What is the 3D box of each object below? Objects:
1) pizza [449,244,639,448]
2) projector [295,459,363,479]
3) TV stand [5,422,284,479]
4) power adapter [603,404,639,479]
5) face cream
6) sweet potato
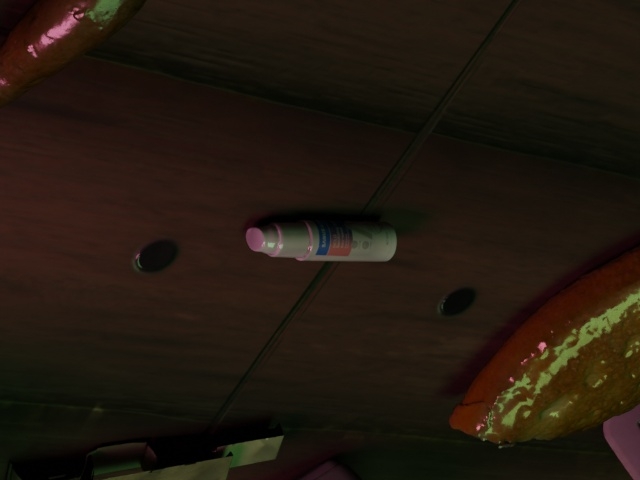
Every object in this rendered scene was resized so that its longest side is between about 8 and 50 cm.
[{"bbox_3d":[0.286,0.088,1.864,0.365,0.074,0.182,-35,141,4],"label":"pizza"},{"bbox_3d":[-0.024,0.340,1.892,0.192,0.099,0.257,-31,142,-19],"label":"projector"},{"bbox_3d":[-0.145,0.193,1.711,0.249,0.042,0.036,-7,132,-29],"label":"TV stand"},{"bbox_3d":[0.396,0.223,2.045,0.130,0.125,0.205,-39,143,8],"label":"power adapter"},{"bbox_3d":[0.000,0.000,1.602,0.130,0.034,0.034,1,132,-34],"label":"face cream"},{"bbox_3d":[-0.162,-0.149,1.306,0.249,0.059,0.069,-39,179,12],"label":"sweet potato"}]
